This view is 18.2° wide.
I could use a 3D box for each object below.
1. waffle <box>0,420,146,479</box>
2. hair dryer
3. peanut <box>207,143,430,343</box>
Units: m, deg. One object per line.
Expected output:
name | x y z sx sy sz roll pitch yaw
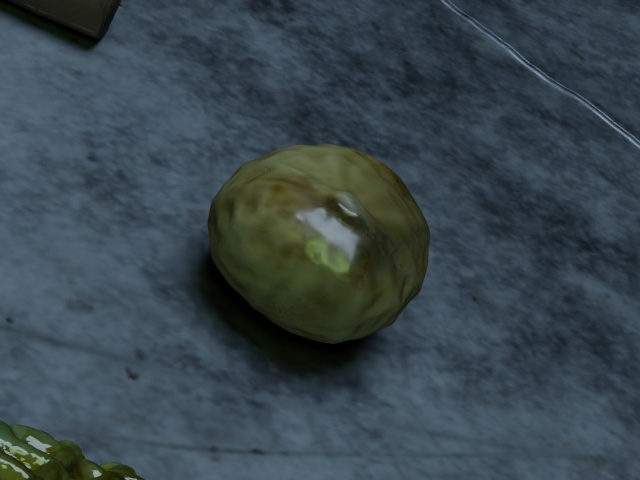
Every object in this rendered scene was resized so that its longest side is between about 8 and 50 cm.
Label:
waffle | -0.100 0.157 0.958 0.208 0.054 0.214 20 16 -36
hair dryer | -0.188 -0.217 1.492 0.117 0.064 0.182 24 24 -1
peanut | 0.000 0.000 1.263 0.140 0.109 0.159 43 22 6
